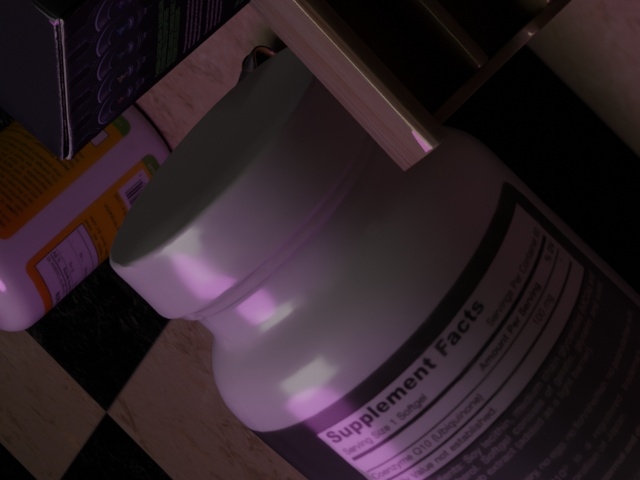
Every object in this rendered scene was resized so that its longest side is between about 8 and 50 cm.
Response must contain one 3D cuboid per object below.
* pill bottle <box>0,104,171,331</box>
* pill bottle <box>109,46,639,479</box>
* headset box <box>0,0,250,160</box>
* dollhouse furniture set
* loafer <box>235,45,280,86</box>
[{"bbox_3d":[-0.246,-0.013,1.464,0.136,0.246,0.136,38,156,20],"label":"pill bottle"},{"bbox_3d":[0.071,0.066,1.021,0.363,0.210,0.210,42,160,-17],"label":"pill bottle"},{"bbox_3d":[-0.120,-0.214,0.843,0.246,0.283,0.131,40,157,12],"label":"headset box"},{"bbox_3d":[0.091,-0.148,0.742,0.212,0.161,0.242,47,158,-2],"label":"dollhouse furniture set"},{"bbox_3d":[0.006,-0.064,1.180,0.170,0.062,0.061,36,151,19],"label":"loafer"}]
